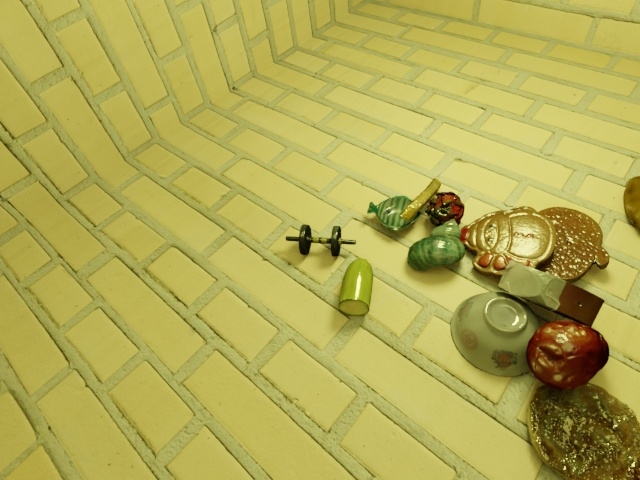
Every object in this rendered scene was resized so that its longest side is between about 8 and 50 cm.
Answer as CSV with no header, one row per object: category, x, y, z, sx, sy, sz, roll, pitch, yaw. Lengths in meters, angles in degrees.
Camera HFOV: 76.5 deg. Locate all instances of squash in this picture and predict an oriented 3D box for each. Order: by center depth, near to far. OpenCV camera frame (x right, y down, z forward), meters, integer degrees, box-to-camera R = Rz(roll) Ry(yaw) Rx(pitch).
squash,0.153,0.180,1.699,0.133,0.132,0.247,3,50,11

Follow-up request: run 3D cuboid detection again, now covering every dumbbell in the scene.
dumbbell,0.000,0.000,1.851,0.326,0.143,0.143,3,53,11

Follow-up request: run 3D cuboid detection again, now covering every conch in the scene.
conch,0.512,0.028,1.746,0.277,0.195,0.220,-58,34,-2

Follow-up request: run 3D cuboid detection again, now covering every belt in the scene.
belt,0.829,0.194,1.483,0.339,0.217,0.122,26,93,15

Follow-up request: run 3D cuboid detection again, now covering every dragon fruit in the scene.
dragon fruit,0.569,-0.134,1.852,0.182,0.182,0.188,33,65,29

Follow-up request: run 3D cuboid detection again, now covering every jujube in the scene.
jujube,0.826,0.372,1.344,0.318,0.223,0.223,3,41,-37

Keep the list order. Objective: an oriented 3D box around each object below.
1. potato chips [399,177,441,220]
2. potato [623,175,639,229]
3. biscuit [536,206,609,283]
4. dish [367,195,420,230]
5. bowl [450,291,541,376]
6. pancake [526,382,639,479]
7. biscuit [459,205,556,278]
potato chips,0.492,-0.207,1.912,0.057,0.080,0.407,43,47,7
potato,1.438,-0.153,1.757,0.196,0.176,0.369,-28,29,38
biscuit,1.019,0.026,1.713,0.394,0.070,0.350,-43,53,-19
dish,0.349,-0.117,1.931,0.246,0.078,0.224,10,54,15
bowl,0.667,0.307,1.499,0.346,0.157,0.345,-4,51,5
pancake,0.843,0.606,1.295,0.356,0.065,0.356,-4,52,5
biscuit,0.783,0.000,1.728,0.381,0.074,0.358,5,56,27
